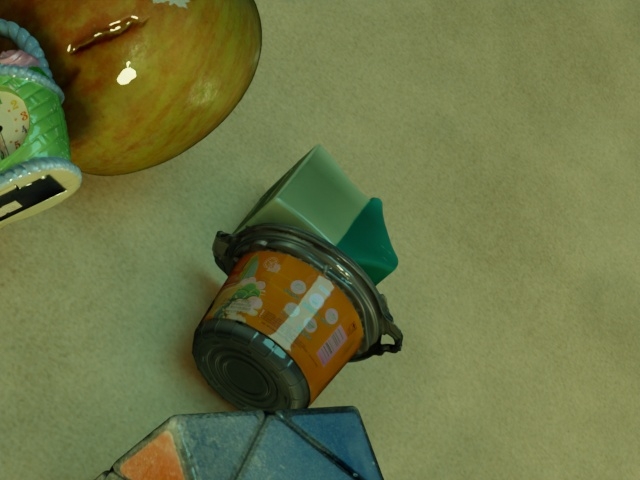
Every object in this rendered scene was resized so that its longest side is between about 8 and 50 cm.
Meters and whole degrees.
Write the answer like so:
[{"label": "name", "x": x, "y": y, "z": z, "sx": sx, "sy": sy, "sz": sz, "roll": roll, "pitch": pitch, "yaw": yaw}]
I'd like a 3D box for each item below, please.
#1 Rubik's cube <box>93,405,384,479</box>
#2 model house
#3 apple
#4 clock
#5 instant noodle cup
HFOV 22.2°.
[{"label": "Rubik's cube", "x": -0.066, "y": 0.268, "z": 1.332, "sx": 0.205, "sy": 0.207, "sz": 0.205, "roll": 2, "pitch": 58, "yaw": -41}, {"label": "model house", "x": 0.000, "y": 0.000, "z": 1.688, "sx": 0.149, "sy": 0.100, "sz": 0.127, "roll": 43, "pitch": 40, "yaw": -5}, {"label": "apple", "x": -0.193, "y": -0.191, "z": 1.551, "sx": 0.264, "sy": 0.264, "sz": 0.264, "roll": 24, "pitch": 46, "yaw": -28}, {"label": "clock", "x": -0.317, "y": -0.100, "z": 1.423, "sx": 0.100, "sy": 0.194, "sz": 0.195, "roll": 60, "pitch": 5, "yaw": -68}, {"label": "instant noodle cup", "x": -0.041, "y": 0.089, "z": 1.542, "sx": 0.208, "sy": 0.178, "sz": 0.125, "roll": 17, "pitch": 51, "yaw": 26}]
